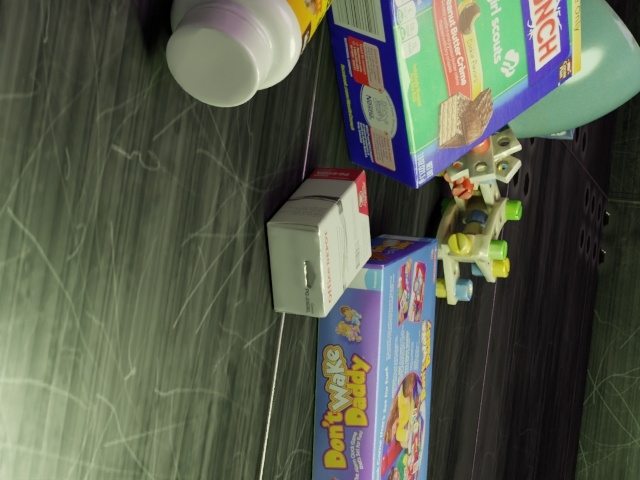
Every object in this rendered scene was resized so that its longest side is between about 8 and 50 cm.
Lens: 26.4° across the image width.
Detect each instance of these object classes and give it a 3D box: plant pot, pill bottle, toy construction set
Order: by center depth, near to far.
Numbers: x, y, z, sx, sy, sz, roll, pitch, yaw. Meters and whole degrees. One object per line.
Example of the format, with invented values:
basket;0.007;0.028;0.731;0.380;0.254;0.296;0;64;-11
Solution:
pill bottle;-0.055;-0.212;1.189;0.215;0.117;0.117;-64;152;-43
toy construction set;0.206;-0.076;1.913;0.328;0.151;0.215;84;21;-57
plant pot;0.304;-0.262;1.988;0.195;0.290;0.290;-44;153;-2

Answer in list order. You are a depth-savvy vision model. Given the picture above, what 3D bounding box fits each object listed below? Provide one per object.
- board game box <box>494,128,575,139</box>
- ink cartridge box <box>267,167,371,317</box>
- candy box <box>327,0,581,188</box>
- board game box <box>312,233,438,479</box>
board game box;0.341;-0.271;2.173;0.042;0.165;0.243;68;34;-52
ink cartridge box;0.000;0.000;1.471;0.150;0.063;0.109;-50;141;-56
candy box;0.166;-0.256;1.599;0.317;0.122;0.268;-36;134;-29
board game box;0.070;0.179;1.685;0.233;0.078;0.347;-19;113;-68
